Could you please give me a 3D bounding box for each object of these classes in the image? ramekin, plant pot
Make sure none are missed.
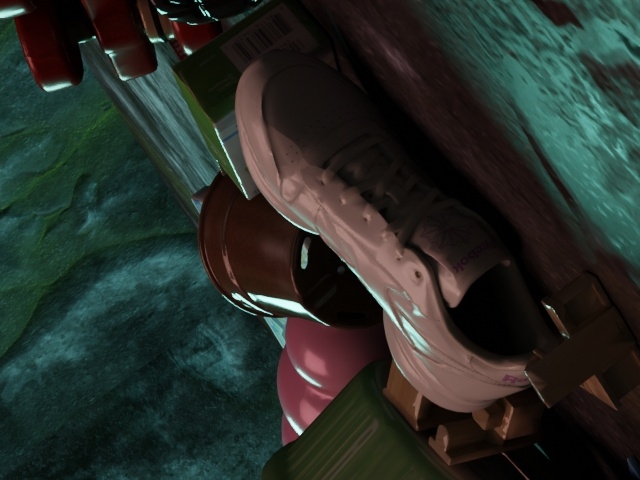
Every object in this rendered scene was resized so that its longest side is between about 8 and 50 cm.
[{"bbox_3d":[0.109,0.246,1.404,0.303,0.148,0.303,35,-166,-10],"label":"ramekin"},{"bbox_3d":[0.000,0.000,1.329,0.167,0.167,0.165,56,164,-21],"label":"plant pot"}]

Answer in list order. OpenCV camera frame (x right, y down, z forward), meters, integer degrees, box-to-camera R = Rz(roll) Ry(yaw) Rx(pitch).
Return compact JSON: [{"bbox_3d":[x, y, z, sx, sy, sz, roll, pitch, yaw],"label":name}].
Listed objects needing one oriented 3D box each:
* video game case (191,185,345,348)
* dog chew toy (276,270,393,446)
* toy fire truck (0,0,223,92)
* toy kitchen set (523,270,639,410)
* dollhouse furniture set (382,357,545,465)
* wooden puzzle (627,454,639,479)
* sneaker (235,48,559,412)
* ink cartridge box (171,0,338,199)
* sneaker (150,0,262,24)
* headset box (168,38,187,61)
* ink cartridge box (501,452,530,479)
[{"bbox_3d":[-0.019,0.083,2.004,0.300,0.036,0.329,15,139,60],"label":"video game case"},{"bbox_3d":[0.045,0.156,1.619,0.206,0.207,0.332,49,164,36],"label":"dog chew toy"},{"bbox_3d":[-0.201,-0.286,1.322,0.302,0.169,0.254,70,-174,-65],"label":"toy fire truck"},{"bbox_3d":[0.149,0.066,0.962,0.083,0.068,0.075,56,173,-20],"label":"toy kitchen set"},{"bbox_3d":[0.152,0.096,1.269,0.144,0.123,0.151,46,135,45],"label":"dollhouse furniture set"},{"bbox_3d":[0.267,0.217,1.149,0.116,0.014,0.078,50,172,27],"label":"wooden puzzle"},{"bbox_3d":[0.063,-0.019,1.084,0.305,0.114,0.152,51,158,-4],"label":"sneaker"},{"bbox_3d":[-0.039,-0.100,1.228,0.062,0.109,0.209,52,173,21],"label":"ink cartridge box"},{"bbox_3d":[-0.096,-0.247,1.066,0.267,0.101,0.106,66,-172,-64],"label":"sneaker"},{"bbox_3d":[-0.154,-0.230,1.639,0.083,0.032,0.062,58,-175,-37],"label":"headset box"},{"bbox_3d":[0.254,0.253,1.204,0.181,0.056,0.224,49,180,-28],"label":"ink cartridge box"}]
